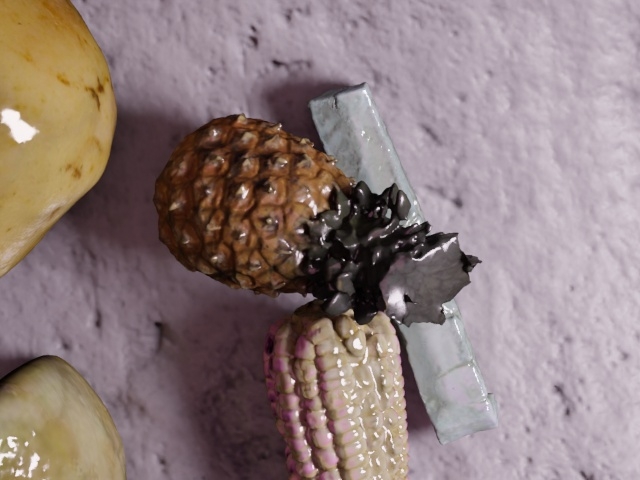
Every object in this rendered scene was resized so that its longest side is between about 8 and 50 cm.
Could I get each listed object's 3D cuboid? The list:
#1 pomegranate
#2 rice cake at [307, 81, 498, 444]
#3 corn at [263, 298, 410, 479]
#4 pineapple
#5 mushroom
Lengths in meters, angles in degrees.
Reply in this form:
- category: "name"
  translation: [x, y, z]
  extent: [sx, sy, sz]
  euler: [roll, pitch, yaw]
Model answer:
- category: "pomegranate"
  translation: [-0.340, -0.114, 1.389]
  extent: [0.332, 0.332, 0.333]
  euler: [0, 93, 2]
- category: "rice cake"
  translation: [0.075, 0.020, 1.503]
  extent: [0.066, 0.063, 0.336]
  euler: [-22, 93, 10]
- category: "corn"
  translation: [0.022, 0.218, 1.486]
  extent: [0.126, 0.126, 0.335]
  euler: [-7, 94, 2]
- category: "pineapple"
  translation: [0.000, 0.000, 1.422]
  extent: [0.278, 0.158, 0.158]
  euler: [26, 94, 25]
- category: "mushroom"
  translation: [-0.291, 0.267, 1.449]
  extent: [0.292, 0.217, 0.212]
  euler: [-39, 94, 3]
